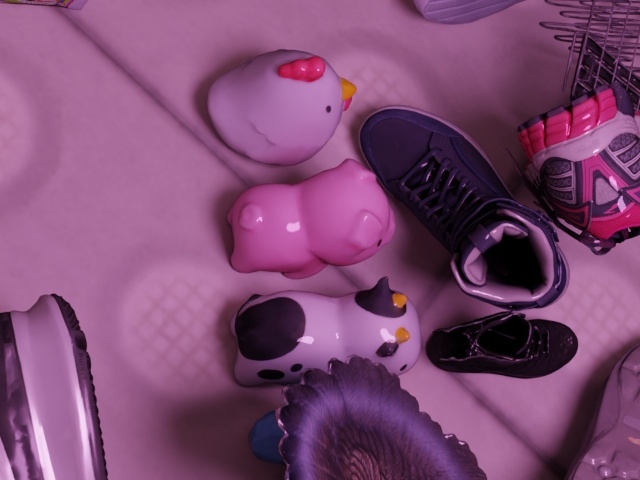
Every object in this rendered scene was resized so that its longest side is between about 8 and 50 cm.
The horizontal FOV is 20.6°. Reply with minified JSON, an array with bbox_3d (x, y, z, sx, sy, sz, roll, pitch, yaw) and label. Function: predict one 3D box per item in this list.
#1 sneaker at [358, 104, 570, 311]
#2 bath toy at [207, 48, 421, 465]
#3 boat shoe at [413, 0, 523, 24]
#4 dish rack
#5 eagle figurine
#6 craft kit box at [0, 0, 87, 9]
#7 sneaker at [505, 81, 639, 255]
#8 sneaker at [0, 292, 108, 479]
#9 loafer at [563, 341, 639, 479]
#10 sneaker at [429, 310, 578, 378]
[{"bbox_3d":[0.113,-0.030,1.440,0.226,0.163,0.086,43,100,7],"label":"sneaker"},{"bbox_3d":[0.000,0.000,1.408,0.151,0.129,0.348,-1,71,-26],"label":"bath toy"},{"bbox_3d":[0.159,-0.256,1.617,0.226,0.083,0.076,-15,68,-41],"label":"boat shoe"},{"bbox_3d":[0.264,-0.220,1.590,0.208,0.074,0.271,21,80,-58],"label":"dish rack"},{"bbox_3d":[0.051,0.240,1.276,0.298,0.225,0.226,31,59,-2],"label":"eagle figurine"},{"bbox_3d":[-0.314,-0.313,1.417,0.246,0.061,0.250,0,72,-28],"label":"craft kit box"},{"bbox_3d":[0.233,-0.042,1.471,0.121,0.299,0.112,-25,79,14],"label":"sneaker"},{"bbox_3d":[-0.258,0.274,1.190,0.257,0.169,0.447,-9,80,-11],"label":"sneaker"},{"bbox_3d":[0.266,0.187,1.485,0.112,0.111,0.319,28,43,17],"label":"loafer"},{"bbox_3d":[0.159,0.087,1.471,0.170,0.089,0.051,0,79,-25],"label":"sneaker"}]
